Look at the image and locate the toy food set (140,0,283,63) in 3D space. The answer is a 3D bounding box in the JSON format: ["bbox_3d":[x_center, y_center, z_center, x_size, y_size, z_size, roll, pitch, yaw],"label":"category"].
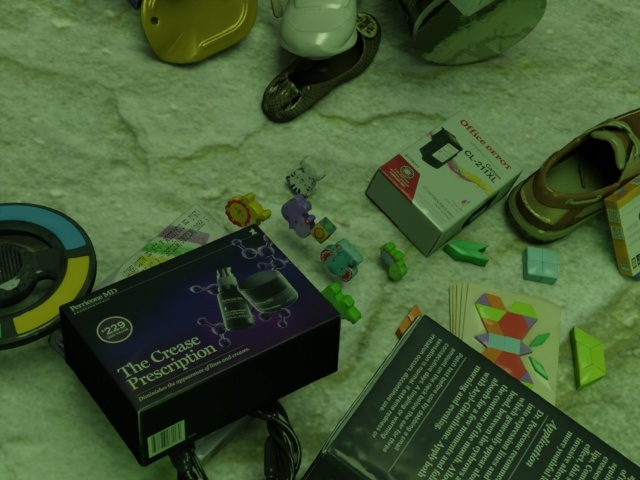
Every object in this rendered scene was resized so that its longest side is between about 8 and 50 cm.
[{"bbox_3d":[-0.164,-0.330,1.896,0.218,0.071,0.128,-28,103,-23],"label":"toy food set"}]

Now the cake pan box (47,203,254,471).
[{"bbox_3d":[-0.151,0.114,1.637,0.246,0.070,0.267,44,59,8],"label":"cake pan box"}]

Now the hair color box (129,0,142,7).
[{"bbox_3d":[-0.175,-0.490,1.958,0.339,0.110,0.185,-28,72,-30],"label":"hair color box"}]

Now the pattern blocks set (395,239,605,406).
[{"bbox_3d":[0.241,0.142,1.759,0.286,0.026,0.324,1,60,-16],"label":"pattern blocks set"}]

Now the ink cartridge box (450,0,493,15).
[{"bbox_3d":[0.240,-0.459,1.815,0.278,0.117,0.201,-35,75,-28],"label":"ink cartridge box"}]

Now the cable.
[{"bbox_3d":[-0.096,0.238,1.523,0.151,0.047,0.184,-17,64,-29],"label":"cable"}]

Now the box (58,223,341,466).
[{"bbox_3d":[-0.135,0.111,1.515,0.261,0.103,0.184,-24,48,-27],"label":"box"}]

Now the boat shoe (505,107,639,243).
[{"bbox_3d":[0.406,-0.107,1.897,0.324,0.120,0.122,-34,75,-29],"label":"boat shoe"}]

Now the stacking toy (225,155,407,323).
[{"bbox_3d":[0.000,0.000,1.731,0.221,0.052,0.167,46,37,5],"label":"stacking toy"}]

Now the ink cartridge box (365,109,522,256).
[{"bbox_3d":[0.170,-0.082,1.841,0.175,0.072,0.127,-37,75,-30],"label":"ink cartridge box"}]

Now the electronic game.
[{"bbox_3d":[-0.380,0.040,1.588,0.229,0.048,0.229,-1,47,1],"label":"electronic game"}]

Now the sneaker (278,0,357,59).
[{"bbox_3d":[-0.003,-0.370,1.883,0.114,0.152,0.305,0,42,8],"label":"sneaker"}]

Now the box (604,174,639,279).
[{"bbox_3d":[0.443,-0.015,1.873,0.081,0.136,0.028,-31,29,-29],"label":"box"}]

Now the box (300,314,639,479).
[{"bbox_3d":[0.177,0.322,1.477,0.395,0.293,0.212,36,58,5],"label":"box"}]

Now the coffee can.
[{"bbox_3d":[0.193,-0.427,1.973,0.202,0.201,0.275,-8,63,-20],"label":"coffee can"}]

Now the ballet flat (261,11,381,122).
[{"bbox_3d":[0.008,-0.255,1.903,0.084,0.058,0.250,42,58,9],"label":"ballet flat"}]
